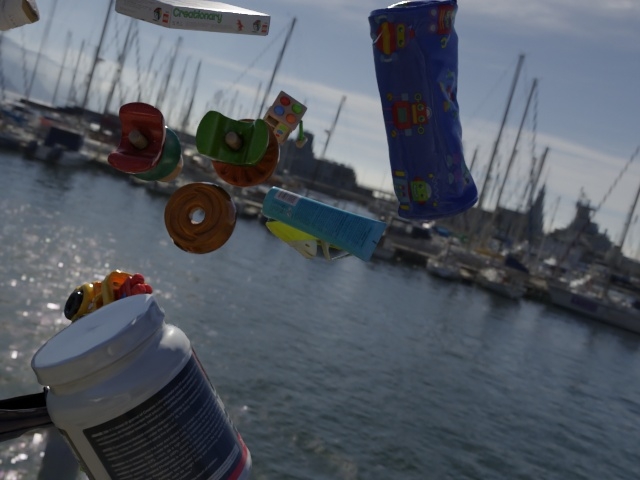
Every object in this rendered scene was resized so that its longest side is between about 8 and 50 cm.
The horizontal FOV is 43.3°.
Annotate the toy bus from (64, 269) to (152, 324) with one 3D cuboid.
[{"bbox_3d":[-0.418,0.138,1.667,0.149,0.211,0.220,23,27,-34],"label":"toy bus"}]

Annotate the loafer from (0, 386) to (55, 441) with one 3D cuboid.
[{"bbox_3d":[-0.672,0.396,1.930,0.302,0.095,0.109,-16,15,-24],"label":"loafer"}]

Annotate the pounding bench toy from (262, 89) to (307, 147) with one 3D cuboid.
[{"bbox_3d":[-0.049,-0.193,1.317,0.083,0.052,0.065,33,-30,-10],"label":"pounding bench toy"}]

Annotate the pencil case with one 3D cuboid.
[{"bbox_3d":[0.146,-0.184,1.121,0.119,0.306,0.133,-1,16,31],"label":"pencil case"}]

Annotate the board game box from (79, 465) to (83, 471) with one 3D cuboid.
[{"bbox_3d":[-0.363,0.366,1.511,0.181,0.092,0.043,-7,4,-43],"label":"board game box"}]

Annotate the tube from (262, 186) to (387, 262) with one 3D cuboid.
[{"bbox_3d":[0.003,-0.033,1.364,0.207,0.080,0.052,22,-19,15],"label":"tube"}]

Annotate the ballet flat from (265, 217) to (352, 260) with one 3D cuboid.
[{"bbox_3d":[0.000,0.000,1.575,0.230,0.077,0.077,5,-8,-32],"label":"ballet flat"}]

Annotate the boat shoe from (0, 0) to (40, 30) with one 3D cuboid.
[{"bbox_3d":[-0.647,-0.533,1.612,0.098,0.096,0.277,66,-1,-63],"label":"boat shoe"}]

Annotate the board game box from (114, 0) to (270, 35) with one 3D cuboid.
[{"bbox_3d":[-0.288,-0.520,1.850,0.193,0.053,0.305,25,23,34],"label":"board game box"}]

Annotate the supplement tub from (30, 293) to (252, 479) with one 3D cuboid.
[{"bbox_3d":[-0.222,0.225,1.019,0.191,0.272,0.191,-23,17,7],"label":"supplement tub"}]

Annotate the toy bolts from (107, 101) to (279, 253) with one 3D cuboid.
[{"bbox_3d":[-0.187,-0.089,1.175,0.228,0.218,0.158,15,-8,10],"label":"toy bolts"}]
